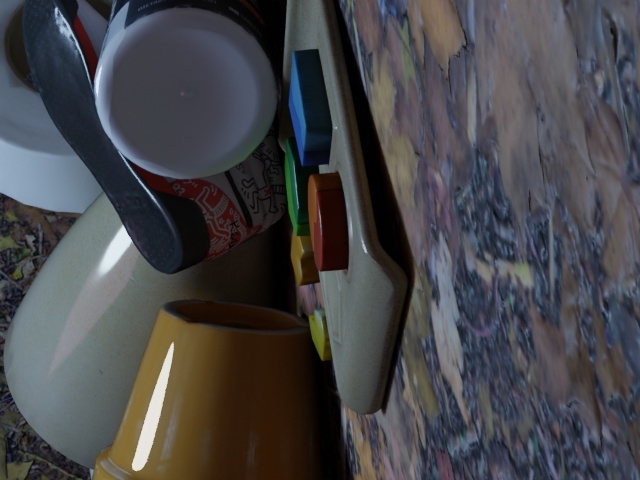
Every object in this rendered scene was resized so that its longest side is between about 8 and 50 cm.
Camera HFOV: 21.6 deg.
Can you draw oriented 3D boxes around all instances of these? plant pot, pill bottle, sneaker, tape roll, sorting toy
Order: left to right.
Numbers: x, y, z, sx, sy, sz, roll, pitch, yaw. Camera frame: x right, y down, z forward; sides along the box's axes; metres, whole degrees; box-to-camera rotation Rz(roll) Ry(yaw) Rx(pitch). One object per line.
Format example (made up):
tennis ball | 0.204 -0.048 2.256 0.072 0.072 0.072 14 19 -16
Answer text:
tape roll | -0.233 -0.168 1.662 0.100 0.286 0.286 96 162 -57
sneaker | -0.134 -0.109 1.412 0.270 0.145 0.090 59 140 9
plant pot | -0.144 0.040 1.556 0.274 0.256 0.256 115 147 -46
pill bottle | -0.099 -0.148 1.273 0.246 0.130 0.130 -97 2 -66
plant pot | -0.081 0.153 1.393 0.205 0.205 0.188 -136 54 -75
sorting toy | 0.000 0.000 1.147 0.307 0.041 0.229 97 162 -60

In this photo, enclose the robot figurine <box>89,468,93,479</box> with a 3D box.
robot figurine | -0.155 0.223 1.835 0.300 0.200 0.353 39 -165 -31
